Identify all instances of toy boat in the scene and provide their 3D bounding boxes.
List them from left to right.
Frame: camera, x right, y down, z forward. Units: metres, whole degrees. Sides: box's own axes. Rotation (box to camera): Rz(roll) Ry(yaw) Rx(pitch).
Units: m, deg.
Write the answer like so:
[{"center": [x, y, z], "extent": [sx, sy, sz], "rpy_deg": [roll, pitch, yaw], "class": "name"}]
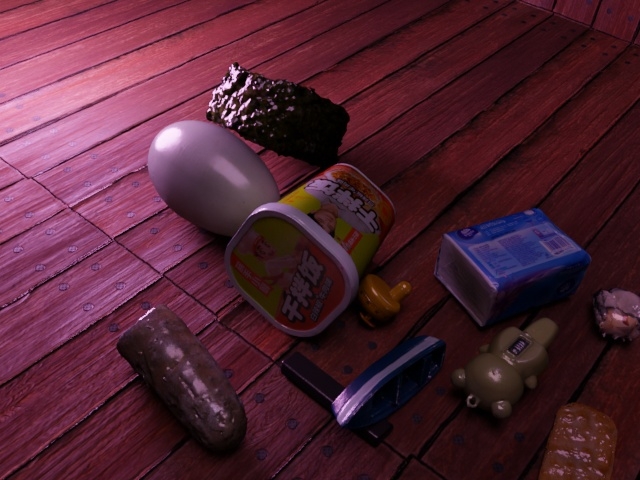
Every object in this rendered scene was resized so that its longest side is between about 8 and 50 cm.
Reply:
[{"center": [0.127, 0.266, 1.296], "extent": [0.061, 0.096, 0.299], "rpy_deg": [29, 38, 35], "class": "toy boat"}]

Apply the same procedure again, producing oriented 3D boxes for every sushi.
[{"center": [-0.109, -0.315, 1.746], "extent": [0.294, 0.178, 0.352], "rpy_deg": [27, 9, 30], "class": "sushi"}]

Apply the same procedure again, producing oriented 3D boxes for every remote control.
[{"center": [0.028, 0.296, 1.315], "extent": [0.245, 0.025, 0.063], "rpy_deg": [33, 45, 25], "class": "remote control"}]

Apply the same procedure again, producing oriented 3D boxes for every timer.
[{"center": [0.130, 0.115, 1.460], "extent": [0.107, 0.109, 0.107], "rpy_deg": [41, 19, -18], "class": "timer"}]

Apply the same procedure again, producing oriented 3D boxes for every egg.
[{"center": [-0.246, -0.139, 1.603], "extent": [0.371, 0.230, 0.230], "rpy_deg": [36, 50, 24], "class": "egg"}]

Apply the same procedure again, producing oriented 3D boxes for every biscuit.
[{"center": [0.471, 0.394, 1.257], "extent": [0.118, 0.029, 0.247], "rpy_deg": [21, 44, 16], "class": "biscuit"}]

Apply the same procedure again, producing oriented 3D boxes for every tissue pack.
[{"center": [0.421, 0.056, 1.530], "extent": [0.263, 0.146, 0.198], "rpy_deg": [-16, 46, -21], "class": "tissue pack"}]

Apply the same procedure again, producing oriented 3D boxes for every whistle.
[{"center": [0.374, 0.241, 1.354], "extent": [0.288, 0.106, 0.131], "rpy_deg": [-33, 53, -33], "class": "whistle"}]

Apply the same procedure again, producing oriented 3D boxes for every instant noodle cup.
[{"center": [0.000, 0.000, 1.462], "extent": [0.294, 0.294, 0.308], "rpy_deg": [23, 37, 17], "class": "instant noodle cup"}]

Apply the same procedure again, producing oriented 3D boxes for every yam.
[{"center": [-0.251, 0.250, 1.263], "extent": [0.133, 0.133, 0.330], "rpy_deg": [-27, 56, -31], "class": "yam"}]

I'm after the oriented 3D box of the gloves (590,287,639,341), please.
[{"center": [0.646, 0.155, 1.508], "extent": [0.114, 0.070, 0.153], "rpy_deg": [10, 35, 17], "class": "gloves"}]
